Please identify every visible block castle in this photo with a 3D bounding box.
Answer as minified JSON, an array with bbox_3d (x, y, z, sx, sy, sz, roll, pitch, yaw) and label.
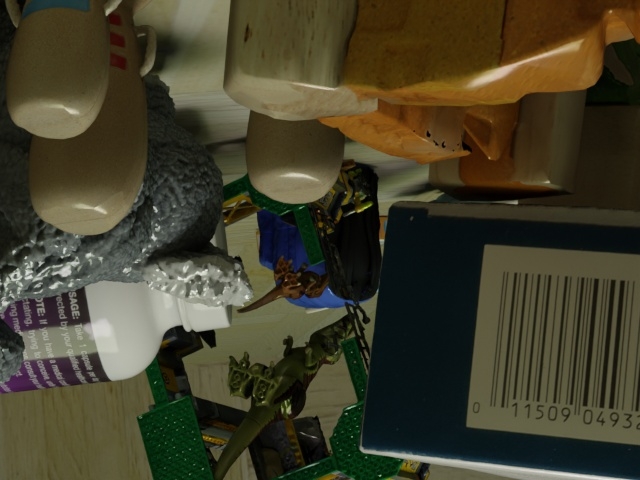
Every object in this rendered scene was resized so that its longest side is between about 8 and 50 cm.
[{"bbox_3d":[0.194,-0.111,0.654,0.303,0.213,0.453,2,170,33],"label":"block castle"}]

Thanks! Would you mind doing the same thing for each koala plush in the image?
[{"bbox_3d":[-0.135,-0.030,0.996,0.203,0.196,0.221,-38,154,26],"label":"koala plush"}]

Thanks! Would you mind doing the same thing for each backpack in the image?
[{"bbox_3d":[0.000,0.000,1.472,0.101,0.120,0.098,-14,169,39],"label":"backpack"}]

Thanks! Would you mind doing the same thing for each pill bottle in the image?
[{"bbox_3d":[-0.231,0.020,1.235,0.323,0.182,0.181,-6,171,1],"label":"pill bottle"}]

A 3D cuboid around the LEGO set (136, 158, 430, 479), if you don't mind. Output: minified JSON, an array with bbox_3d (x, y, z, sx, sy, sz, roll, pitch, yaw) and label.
[{"bbox_3d":[-0.024,0.094,1.363,0.255,0.331,0.192,-32,158,13],"label":"LEGO set"}]

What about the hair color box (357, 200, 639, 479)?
[{"bbox_3d":[0.156,0.066,0.795,0.173,0.105,0.347,4,172,20],"label":"hair color box"}]

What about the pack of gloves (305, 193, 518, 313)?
[{"bbox_3d":[0.107,-0.023,1.528,0.232,0.046,0.195,-18,-161,48],"label":"pack of gloves"}]

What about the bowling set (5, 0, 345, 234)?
[{"bbox_3d":[-0.134,-0.104,0.760,0.287,0.154,0.200,-8,151,21],"label":"bowling set"}]

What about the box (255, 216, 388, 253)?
[{"bbox_3d":[0.012,-0.005,1.756,0.136,0.028,0.081,2,168,-36],"label":"box"}]
